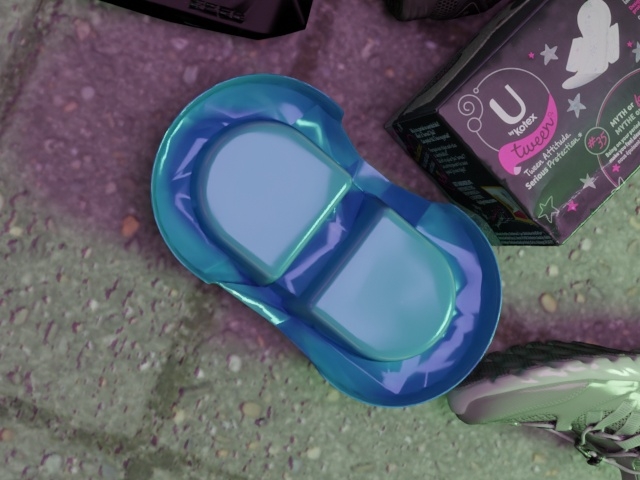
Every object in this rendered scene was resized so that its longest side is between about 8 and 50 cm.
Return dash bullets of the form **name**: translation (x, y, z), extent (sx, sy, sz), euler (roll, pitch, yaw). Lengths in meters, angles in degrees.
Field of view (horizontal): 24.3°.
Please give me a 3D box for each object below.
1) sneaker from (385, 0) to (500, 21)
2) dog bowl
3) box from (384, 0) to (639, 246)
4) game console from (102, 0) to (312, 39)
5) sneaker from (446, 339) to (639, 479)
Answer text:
- **sneaker**: translation (0.117, -0.285, 1.149), extent (0.130, 0.087, 0.227), euler (-3, 97, -16)
- **dog bowl**: translation (0.000, 0.000, 1.139), extent (0.297, 0.074, 0.166), euler (39, 84, -13)
- **box**: translation (0.192, -0.128, 1.135), extent (0.247, 0.163, 0.142), euler (-44, 98, -8)
- **game console**: translation (-0.076, -0.341, 1.118), extent (0.213, 0.044, 0.361), euler (14, 89, -15)
- **sneaker**: translation (0.237, 0.142, 1.189), extent (0.281, 0.105, 0.115), euler (2, 92, -15)
